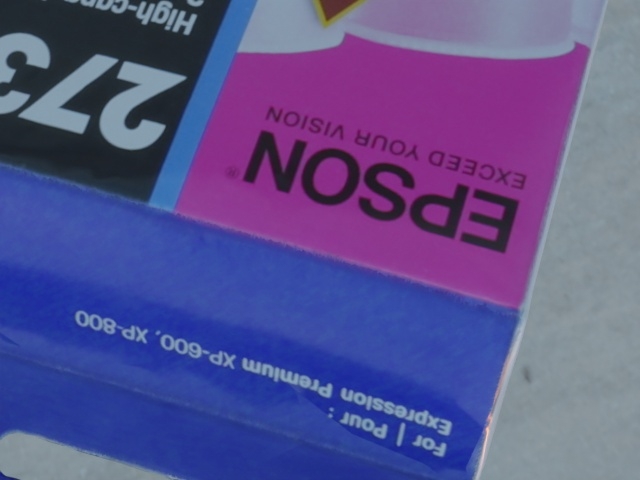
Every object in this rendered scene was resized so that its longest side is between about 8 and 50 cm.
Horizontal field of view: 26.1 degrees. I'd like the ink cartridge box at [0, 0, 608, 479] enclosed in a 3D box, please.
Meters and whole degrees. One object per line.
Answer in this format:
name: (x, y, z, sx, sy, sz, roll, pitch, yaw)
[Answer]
ink cartridge box: (-0.007, -0.077, 0.391, 0.175, 0.371, 0.069, 15, 157, 8)
